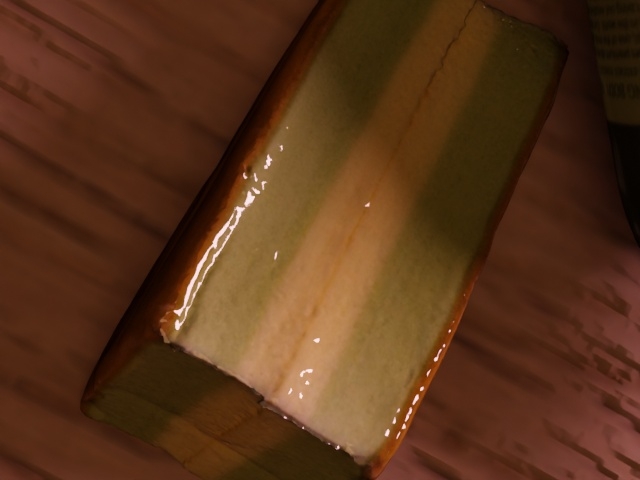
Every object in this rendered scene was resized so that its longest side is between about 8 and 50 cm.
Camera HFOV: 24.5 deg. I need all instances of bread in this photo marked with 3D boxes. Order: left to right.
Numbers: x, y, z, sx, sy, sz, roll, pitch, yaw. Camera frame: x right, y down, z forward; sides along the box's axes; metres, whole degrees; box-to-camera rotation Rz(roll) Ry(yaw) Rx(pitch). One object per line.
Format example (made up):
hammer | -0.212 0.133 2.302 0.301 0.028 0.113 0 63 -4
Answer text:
bread | 0.002 -0.004 0.404 0.074 0.084 0.139 30 64 -9

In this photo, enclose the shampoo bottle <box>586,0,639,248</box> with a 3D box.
shampoo bottle | 0.116 -0.060 0.361 0.101 0.101 0.284 -13 100 -3
